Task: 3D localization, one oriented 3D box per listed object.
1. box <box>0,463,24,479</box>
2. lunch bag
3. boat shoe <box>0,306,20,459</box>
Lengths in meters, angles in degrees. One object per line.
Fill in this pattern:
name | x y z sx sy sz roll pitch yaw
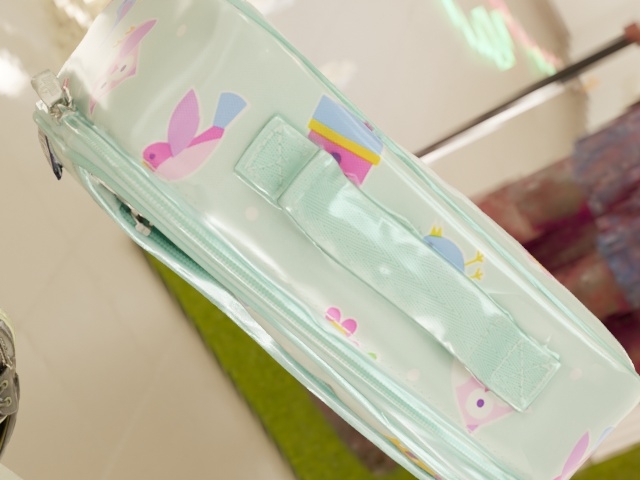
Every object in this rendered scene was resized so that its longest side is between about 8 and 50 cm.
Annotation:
box | -0.127 0.178 0.259 0.121 0.311 0.148 34 -8 8
lunch bag | 0.000 0.000 0.726 0.279 0.108 0.224 40 1 -20
boat shoe | -0.198 0.088 0.972 0.152 0.056 0.049 98 -28 -59
